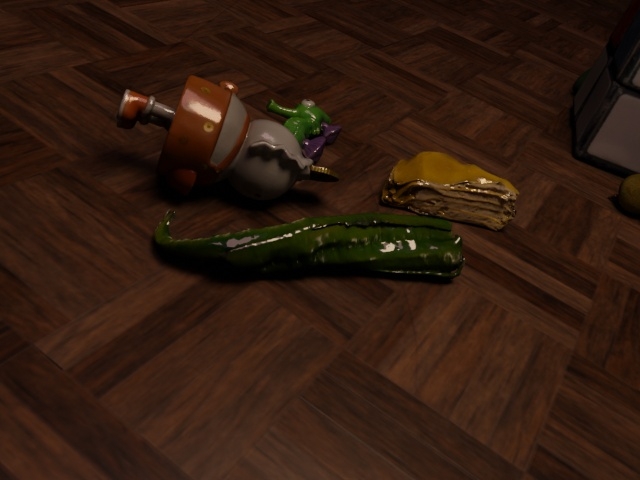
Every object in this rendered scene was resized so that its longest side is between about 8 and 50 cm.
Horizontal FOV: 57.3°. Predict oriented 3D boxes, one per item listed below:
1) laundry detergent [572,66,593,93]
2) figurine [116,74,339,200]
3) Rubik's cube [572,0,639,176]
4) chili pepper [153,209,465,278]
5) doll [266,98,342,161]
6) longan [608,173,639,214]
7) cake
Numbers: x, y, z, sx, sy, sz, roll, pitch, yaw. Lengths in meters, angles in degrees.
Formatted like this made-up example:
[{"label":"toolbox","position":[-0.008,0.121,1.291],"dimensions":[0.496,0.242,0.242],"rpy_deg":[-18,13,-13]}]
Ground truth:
[{"label":"laundry detergent","position":[0.705,-0.327,1.370],"dimensions":[0.137,0.063,0.211],"rpy_deg":[-25,57,-38]},{"label":"figurine","position":[-0.106,-0.120,0.714],"dimensions":[0.271,0.143,0.143],"rpy_deg":[2,40,-17]},{"label":"Rubik's cube","position":[0.698,-0.289,1.108],"dimensions":[0.318,0.316,0.313],"rpy_deg":[25,38,7]},{"label":"chili pepper","position":[0.000,0.000,0.661],"dimensions":[0.359,0.076,0.084],"rpy_deg":[3,65,-20]},{"label":"doll","position":[-0.040,-0.161,0.859],"dimensions":[0.115,0.050,0.190],"rpy_deg":[27,40,5]},{"label":"longan","position":[0.527,-0.076,0.982],"dimensions":[0.083,0.075,0.075],"rpy_deg":[-9,21,36]},{"label":"cake","position":[0.176,-0.067,0.809],"dimensions":[0.185,0.079,0.116],"rpy_deg":[35,37,15]}]
